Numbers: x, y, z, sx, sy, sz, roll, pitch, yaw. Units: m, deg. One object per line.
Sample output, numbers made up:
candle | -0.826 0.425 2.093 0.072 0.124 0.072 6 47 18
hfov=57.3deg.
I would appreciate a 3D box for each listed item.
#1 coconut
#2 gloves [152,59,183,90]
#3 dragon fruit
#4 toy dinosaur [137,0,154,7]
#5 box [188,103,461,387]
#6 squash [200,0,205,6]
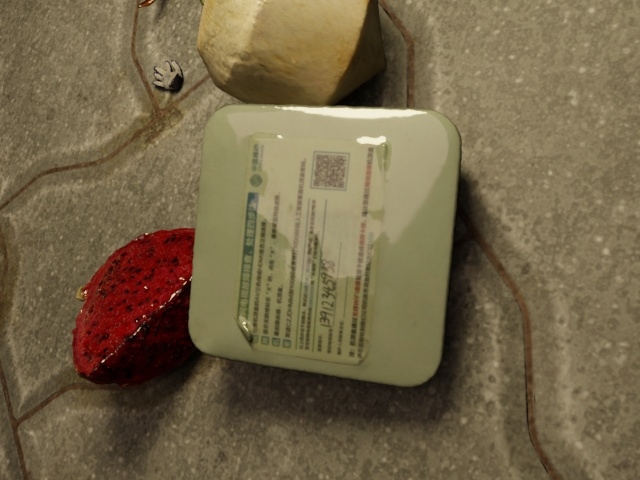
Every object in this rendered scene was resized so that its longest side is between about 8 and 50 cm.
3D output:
coconut | -0.031 -0.339 0.957 0.328 0.329 0.329 -6 74 24
gloves | -0.320 -0.349 1.230 0.086 0.026 0.064 27 88 33
dragon fruit | -0.298 0.113 1.040 0.205 0.152 0.317 30 67 37
toy dinosaur | -0.297 -0.708 1.273 0.208 0.097 0.432 43 96 20
box | 0.000 -0.001 0.882 0.396 0.111 0.396 6 91 15
squash | -0.205 -0.597 1.215 0.066 0.066 0.252 11 84 27
